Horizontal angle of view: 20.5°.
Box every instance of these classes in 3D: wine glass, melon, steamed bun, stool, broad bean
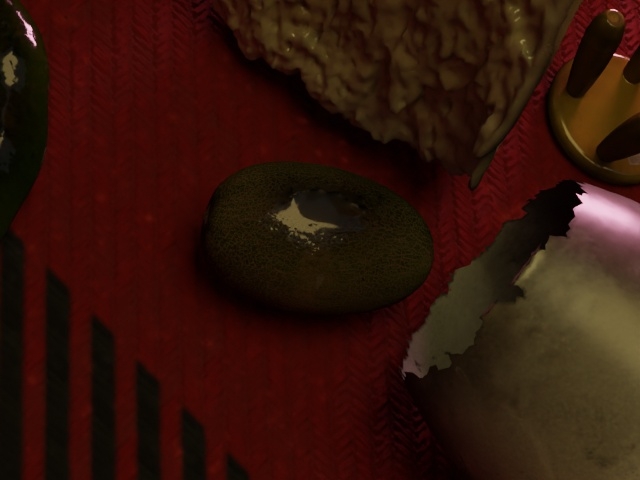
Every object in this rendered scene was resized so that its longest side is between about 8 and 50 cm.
[{"bbox_3d":[0.219,0.125,1.126,0.323,0.238,0.238,39,60,-6],"label":"wine glass"},{"bbox_3d":[0.000,0.000,1.167,0.162,0.099,0.099,10,65,-19],"label":"melon"},{"bbox_3d":[0.066,-0.229,1.193,0.272,0.290,0.273,32,41,0],"label":"steamed bun"},{"bbox_3d":[0.238,-0.110,1.301,0.135,0.110,0.134,29,60,-9],"label":"stool"},{"bbox_3d":[-0.244,-0.099,1.145,0.144,0.049,0.292,-13,71,-19],"label":"broad bean"}]
